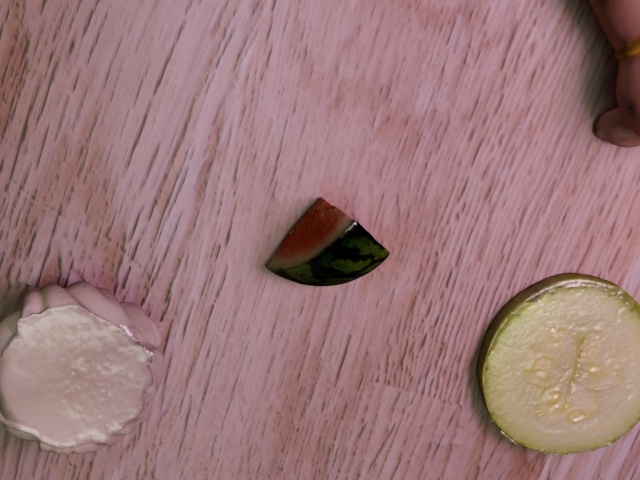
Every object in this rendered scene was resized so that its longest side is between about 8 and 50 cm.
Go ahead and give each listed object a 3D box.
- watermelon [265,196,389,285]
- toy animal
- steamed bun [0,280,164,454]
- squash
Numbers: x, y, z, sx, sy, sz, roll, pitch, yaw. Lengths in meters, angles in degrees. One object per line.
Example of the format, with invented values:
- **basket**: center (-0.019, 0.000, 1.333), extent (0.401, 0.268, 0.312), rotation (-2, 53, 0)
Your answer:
- **watermelon**: center (0.000, 0.000, 0.878), extent (0.135, 0.125, 0.094), rotation (-15, 77, 15)
- **toy animal**: center (0.349, -0.213, 0.819), extent (0.149, 0.165, 0.248), rotation (-13, 100, 1)
- **steamed bun**: center (-0.246, 0.127, 0.853), extent (0.183, 0.106, 0.183), rotation (-3, 105, -11)
- **squash**: center (0.290, 0.148, 0.969), extent (0.219, 0.041, 0.219), rotation (-2, 105, -8)
